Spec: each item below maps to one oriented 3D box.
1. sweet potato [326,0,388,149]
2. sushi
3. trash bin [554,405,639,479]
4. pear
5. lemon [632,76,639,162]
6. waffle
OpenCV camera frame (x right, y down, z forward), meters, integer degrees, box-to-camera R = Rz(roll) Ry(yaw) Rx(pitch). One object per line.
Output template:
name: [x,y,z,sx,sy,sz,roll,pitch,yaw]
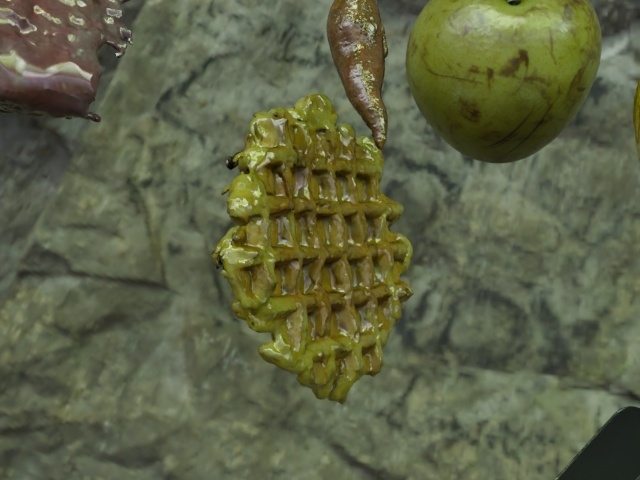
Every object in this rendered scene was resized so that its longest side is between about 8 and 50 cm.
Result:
sweet potato: [0.044,-0.194,1.213,0.068,0.226,0.068,-6,-20,-2]
sushi: [-0.177,-0.129,0.610,0.107,0.241,0.161,15,-38,-28]
trash bin: [0.354,0.311,1.170,0.226,0.165,0.115,56,-21,-19]
pear: [0.258,-0.252,1.566,0.283,0.284,0.284,9,-45,9]
lemon: [0.391,-0.098,0.958,0.233,0.288,0.234,-2,-57,-3]
waffle: [0.000,0.000,1.143,0.068,0.325,0.302,-12,-51,31]
